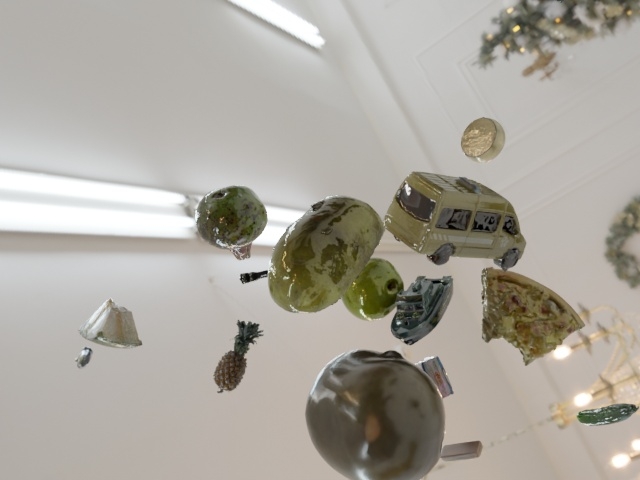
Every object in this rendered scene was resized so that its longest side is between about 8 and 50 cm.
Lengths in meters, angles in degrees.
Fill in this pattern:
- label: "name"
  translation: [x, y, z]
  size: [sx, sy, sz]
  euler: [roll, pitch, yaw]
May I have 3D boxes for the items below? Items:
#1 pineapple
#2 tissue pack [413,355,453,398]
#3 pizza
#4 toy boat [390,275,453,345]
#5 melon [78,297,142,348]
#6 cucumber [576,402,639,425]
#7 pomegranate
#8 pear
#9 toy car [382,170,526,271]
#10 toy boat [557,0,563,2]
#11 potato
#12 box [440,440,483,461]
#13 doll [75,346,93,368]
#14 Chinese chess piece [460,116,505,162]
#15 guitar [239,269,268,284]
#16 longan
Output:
- label: "pineapple"
  translation: [-0.235, 0.328, 1.963]
  size: [0.083, 0.221, 0.103]
  euler: [23, 171, 11]
- label: "tissue pack"
  translation: [0.321, 0.393, 1.993]
  size: [0.155, 0.065, 0.115]
  euler: [105, 142, -78]
- label: "pizza"
  translation: [0.556, 0.210, 1.893]
  size: [0.323, 0.223, 0.089]
  euler: [30, 164, 0]
- label: "toy boat"
  translation: [0.258, 0.174, 1.827]
  size: [0.296, 0.114, 0.122]
  euler: [-43, -59, -53]
- label: "melon"
  translation: [-0.457, 0.198, 1.564]
  size: [0.139, 0.093, 0.202]
  euler: [33, 175, -21]
- label: "cucumber"
  translation: [0.572, 0.346, 1.386]
  size: [0.037, 0.155, 0.037]
  euler: [12, -116, -26]
- label: "pomegranate"
  translation: [-0.254, -0.041, 2.053]
  size: [0.214, 0.214, 0.248]
  euler: [-90, -10, -51]
- label: "pear"
  translation: [0.129, 0.138, 1.941]
  size: [0.166, 0.216, 0.180]
  euler: [40, -120, -18]
- label: "toy car"
  translation: [0.223, -0.032, 1.073]
  size: [0.257, 0.124, 0.101]
  euler: [4, -153, -39]
- label: "toy boat"
  translation: [0.419, -0.596, 1.391]
  size: [0.299, 0.096, 0.062]
  euler: [45, -164, -38]
- label: "potato"
  translation: [0.000, 0.000, 1.250]
  size: [0.271, 0.160, 0.111]
  euler: [-51, -31, -32]
- label: "box"
  translation: [0.373, 0.560, 1.853]
  size: [0.025, 0.115, 0.048]
  euler: [56, -144, -19]
- label: "doll"
  translation: [-0.486, 0.242, 1.440]
  size: [0.027, 0.037, 0.125]
  euler: [34, 169, -12]
- label: "Chinese chess piece"
  translation: [0.435, -0.268, 1.872]
  size: [0.051, 0.122, 0.122]
  euler: [19, -137, -39]
- label: "guitar"
  translation: [-0.109, 0.086, 2.006]
  size: [0.038, 0.271, 0.084]
  euler: [26, -126, -78]
- label: "longan"
  translation: [0.135, 0.424, 1.699]
  size: [0.361, 0.361, 0.361]
  euler: [43, -153, -29]
